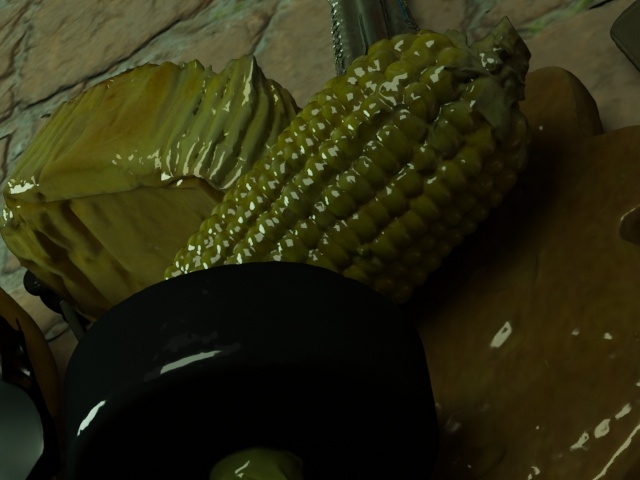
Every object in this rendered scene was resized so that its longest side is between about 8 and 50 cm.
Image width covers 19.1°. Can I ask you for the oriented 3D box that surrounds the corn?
[{"bbox_3d":[0.000,0.000,1.149,0.347,0.130,0.130,-45,34,11],"label":"corn"}]

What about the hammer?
[{"bbox_3d":[-0.147,0.107,1.333,0.029,0.058,0.292,-44,39,6],"label":"hammer"}]

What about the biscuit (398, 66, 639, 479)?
[{"bbox_3d":[0.117,0.043,1.137,0.275,0.052,0.355,-35,36,16],"label":"biscuit"}]

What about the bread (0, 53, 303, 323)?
[{"bbox_3d":[-0.097,-0.033,1.317,0.250,0.179,0.133,-12,37,39],"label":"bread"}]

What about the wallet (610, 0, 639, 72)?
[{"bbox_3d":[0.266,-0.154,1.220,0.152,0.039,0.118,-38,37,8],"label":"wallet"}]

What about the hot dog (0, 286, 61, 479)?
[{"bbox_3d":[-0.264,0.127,1.374,0.194,0.107,0.326,-45,43,12],"label":"hot dog"}]

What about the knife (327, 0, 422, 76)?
[{"bbox_3d":[0.045,-0.185,1.467,0.089,0.043,0.365,-4,36,-4],"label":"knife"}]

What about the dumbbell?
[{"bbox_3d":[-0.026,0.188,0.947,0.203,0.204,0.322,-27,46,21],"label":"dumbbell"}]
